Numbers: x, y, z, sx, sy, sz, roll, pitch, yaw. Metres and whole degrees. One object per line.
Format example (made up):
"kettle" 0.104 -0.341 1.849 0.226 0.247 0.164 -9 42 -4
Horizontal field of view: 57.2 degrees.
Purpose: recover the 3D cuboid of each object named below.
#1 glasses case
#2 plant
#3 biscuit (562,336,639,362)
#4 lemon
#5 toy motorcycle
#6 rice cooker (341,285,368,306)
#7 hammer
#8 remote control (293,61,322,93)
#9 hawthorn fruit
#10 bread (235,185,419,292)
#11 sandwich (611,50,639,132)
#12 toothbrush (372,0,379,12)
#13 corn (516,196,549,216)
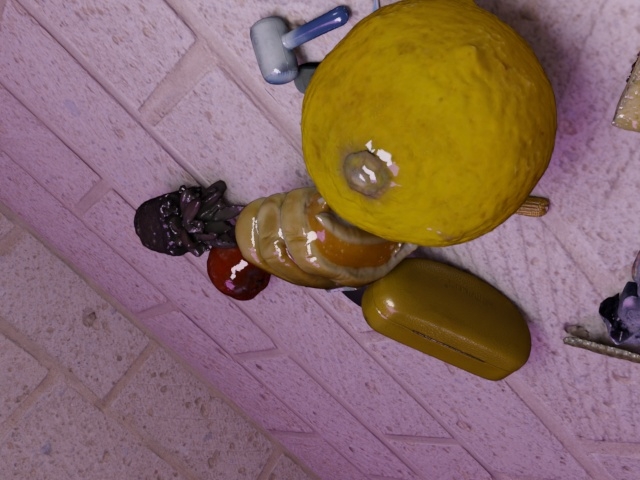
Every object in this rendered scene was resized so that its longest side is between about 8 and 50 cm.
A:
"glasses case" 0.276 0.152 1.239 0.371 0.173 0.141 25 132 -13
"plant" -0.350 -0.051 1.536 0.320 0.194 0.182 -7 106 41
"biscuit" 0.584 0.222 1.170 0.203 0.016 0.144 13 172 32
"lemon" 0.140 -0.156 0.820 0.349 0.387 0.350 21 127 31
"toy motorcycle" 0.582 0.118 1.011 0.173 0.108 0.307 18 149 23
"rice cooker" 0.116 0.085 1.378 0.203 0.118 0.142 33 147 4
"hammer" -0.031 -0.345 0.997 0.193 0.069 0.116 -14 95 35
"remote control" 0.049 -0.280 1.038 0.221 0.042 0.072 14 142 28
"hawthorn fruit" -0.229 0.063 1.625 0.202 0.185 0.185 39 152 29
"bread" 0.000 0.000 1.195 0.341 0.300 0.210 -6 89 44
"sandwich" 0.480 -0.210 0.733 0.162 0.058 0.193 20 143 19
"toothbrush" 0.086 -0.356 0.929 0.014 0.017 0.162 18 144 19
"corn" 0.358 -0.063 1.046 0.092 0.037 0.037 16 143 31
